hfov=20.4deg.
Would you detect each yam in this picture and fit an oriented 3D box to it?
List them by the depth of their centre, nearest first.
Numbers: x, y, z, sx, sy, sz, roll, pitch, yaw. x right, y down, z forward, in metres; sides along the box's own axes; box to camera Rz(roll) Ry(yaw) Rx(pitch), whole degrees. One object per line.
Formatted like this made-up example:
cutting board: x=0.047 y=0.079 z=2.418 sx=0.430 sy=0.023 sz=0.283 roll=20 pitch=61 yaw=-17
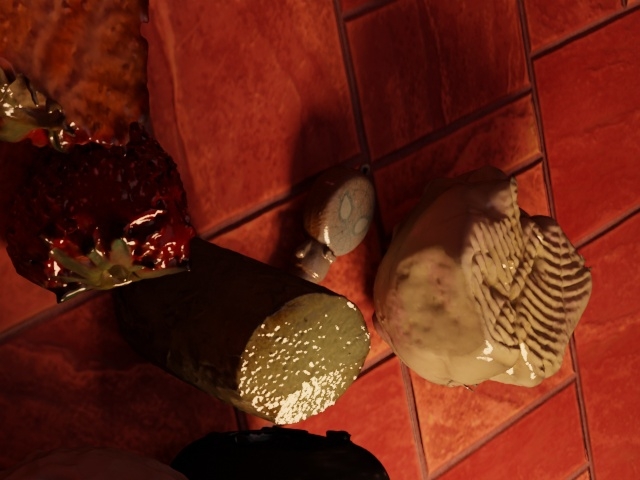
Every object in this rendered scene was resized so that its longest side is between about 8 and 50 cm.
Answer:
yam: x=-0.091 y=0.090 z=1.875 sx=0.161 sy=0.268 sz=0.161 roll=-18 pitch=118 yaw=-38

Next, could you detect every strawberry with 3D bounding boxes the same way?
strawberry: x=-0.293 y=-0.223 z=1.697 sx=0.253 sy=0.150 sz=0.280 roll=20 pitch=64 yaw=-48
strawberry: x=-0.222 y=-0.042 z=1.782 sx=0.184 sy=0.187 sz=0.202 roll=5 pitch=64 yaw=-28

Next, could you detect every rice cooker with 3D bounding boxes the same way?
rice cooker: x=-0.047 y=0.324 z=1.956 sx=0.267 sy=0.267 sz=0.224 roll=1 pitch=92 yaw=-46

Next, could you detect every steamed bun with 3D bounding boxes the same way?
steamed bun: x=0.181 y=0.057 z=2.185 sx=0.320 sy=0.206 sz=0.275 roll=43 pitch=50 yaw=-40

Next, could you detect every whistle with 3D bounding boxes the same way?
whistle: x=0.000 y=0.000 z=2.094 sx=0.220 sy=0.057 sz=0.107 roll=-62 pitch=147 yaw=-14

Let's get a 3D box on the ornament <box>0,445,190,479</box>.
ornament: x=-0.219 y=0.367 z=1.717 sx=0.337 sy=0.337 sz=0.337 roll=-8 pitch=102 yaw=-45
